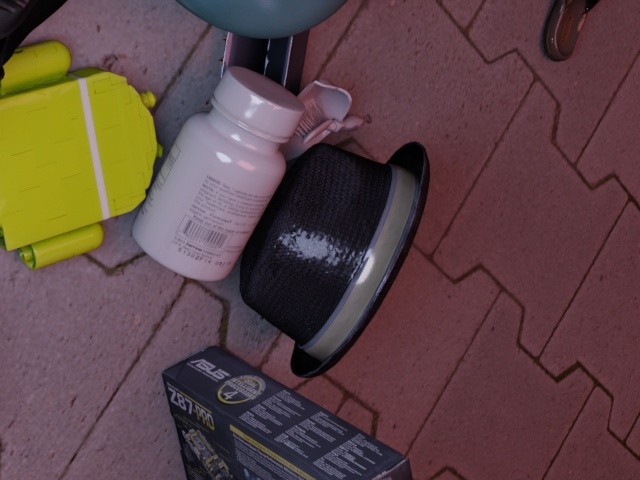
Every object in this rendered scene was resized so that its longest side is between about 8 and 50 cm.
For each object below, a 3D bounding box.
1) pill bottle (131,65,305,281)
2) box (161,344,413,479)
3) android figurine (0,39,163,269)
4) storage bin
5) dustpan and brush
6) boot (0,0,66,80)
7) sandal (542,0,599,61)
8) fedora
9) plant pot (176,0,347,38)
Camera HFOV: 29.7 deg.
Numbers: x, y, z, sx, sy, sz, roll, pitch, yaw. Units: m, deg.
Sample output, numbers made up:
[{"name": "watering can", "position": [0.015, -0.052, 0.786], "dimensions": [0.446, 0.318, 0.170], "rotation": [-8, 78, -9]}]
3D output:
[{"name": "pill bottle", "position": [-0.114, -0.079, 1.400], "dimensions": [0.131, 0.131, 0.229], "rotation": [12, 116, -43]}, {"name": "box", "position": [-0.031, 0.337, 1.474], "dimensions": [0.097, 0.395, 0.318], "rotation": [-28, 120, -30]}, {"name": "android figurine", "position": [-0.293, -0.095, 1.332], "dimensions": [0.273, 0.056, 0.248], "rotation": [-24, 118, -32]}, {"name": "storage bin", "position": [-0.066, -0.223, 1.475], "dimensions": [0.091, 0.098, 0.135], "rotation": [-13, 115, -68]}, {"name": "dustpan and brush", "position": [0.002, -0.152, 1.555], "dimensions": [0.147, 0.060, 0.211], "rotation": [-45, 176, 26]}, {"name": "boot", "position": [-0.352, -0.194, 1.183], "dimensions": [0.131, 0.348, 0.260], "rotation": [33, 119, -6]}, {"name": "sandal", "position": [0.396, -0.379, 1.839], "dimensions": [0.090, 0.060, 0.219], "rotation": [9, 98, -43]}, {"name": "fedora", "position": [0.000, 0.000, 1.521], "dimensions": [0.152, 0.334, 0.334], "rotation": [27, 85, -13]}, {"name": "plant pot", "position": [-0.071, -0.360, 1.297], "dimensions": [0.293, 0.293, 0.235], "rotation": [-54, 145, -14]}]
